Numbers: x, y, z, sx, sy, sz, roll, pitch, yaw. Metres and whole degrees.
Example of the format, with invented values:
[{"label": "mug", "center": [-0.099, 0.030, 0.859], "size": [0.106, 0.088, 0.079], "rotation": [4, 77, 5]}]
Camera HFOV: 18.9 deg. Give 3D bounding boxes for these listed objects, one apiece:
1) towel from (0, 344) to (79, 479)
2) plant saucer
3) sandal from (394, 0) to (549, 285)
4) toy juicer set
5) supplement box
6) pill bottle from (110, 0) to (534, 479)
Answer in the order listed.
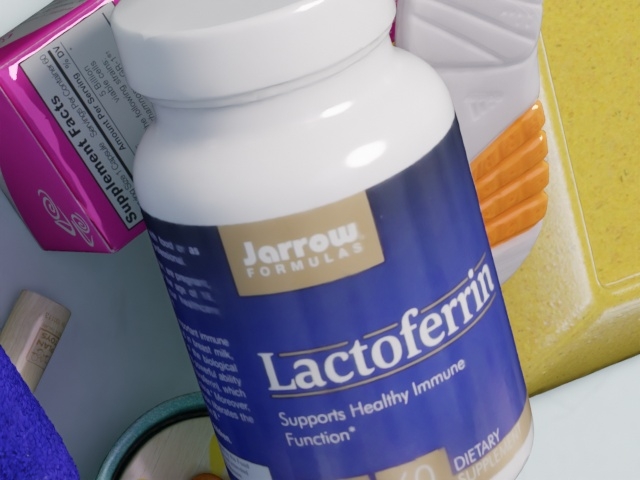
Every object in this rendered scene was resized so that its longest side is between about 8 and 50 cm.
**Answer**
[{"label": "towel", "center": [-0.154, 0.212, 0.867], "size": [0.227, 0.076, 0.308], "rotation": [-49, 127, -34]}, {"label": "plant saucer", "center": [0.198, -0.101, 1.128], "size": [0.333, 0.081, 0.333], "rotation": [-18, 97, -30]}, {"label": "sandal", "center": [0.063, -0.073, 0.994], "size": [0.102, 0.076, 0.265], "rotation": [-15, 131, -22]}, {"label": "toy juicer set", "center": [-0.059, 0.109, 1.015], "size": [0.329, 0.089, 0.209], "rotation": [7, 87, -25]}, {"label": "supplement box", "center": [-0.073, -0.099, 0.998], "size": [0.220, 0.111, 0.114], "rotation": [-37, 106, -21]}, {"label": "pill bottle", "center": [0.000, 0.000, 0.898], "size": [0.153, 0.153, 0.265], "rotation": [-28, 116, -23]}]
